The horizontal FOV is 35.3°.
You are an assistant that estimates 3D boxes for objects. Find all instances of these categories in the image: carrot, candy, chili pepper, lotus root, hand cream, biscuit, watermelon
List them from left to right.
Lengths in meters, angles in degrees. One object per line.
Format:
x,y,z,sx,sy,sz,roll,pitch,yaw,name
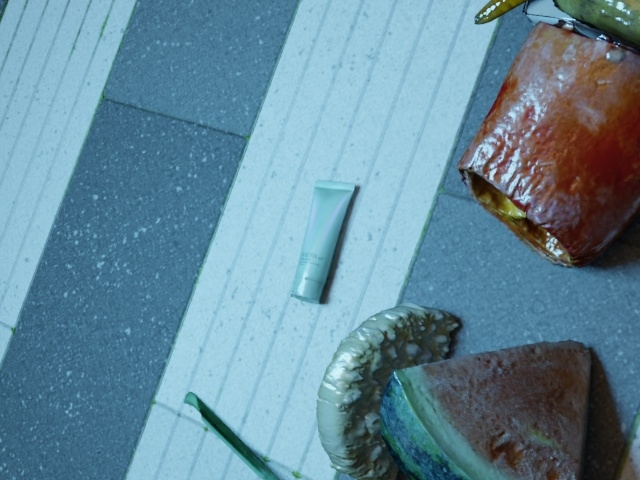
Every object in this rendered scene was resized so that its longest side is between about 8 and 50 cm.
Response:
-0.091,0.361,1.586,0.440,0.119,0.119,37,98,42,candy
0.000,0.000,1.641,0.078,0.050,0.204,7,77,33,hand cream
0.082,0.207,1.469,0.084,0.179,0.281,16,79,55,biscuit
0.233,0.250,1.309,0.283,0.250,0.292,27,95,29,watermelon
0.325,-0.374,1.415,0.257,0.061,0.061,-29,63,35,carrot
0.337,-0.129,1.347,0.305,0.251,0.229,-58,18,7,chili pepper
0.418,-0.302,1.303,0.258,0.110,0.097,34,135,29,lotus root

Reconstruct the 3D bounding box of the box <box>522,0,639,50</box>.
0.443,-0.382,1.425,0.252,0.106,0.203,19,88,36,box
